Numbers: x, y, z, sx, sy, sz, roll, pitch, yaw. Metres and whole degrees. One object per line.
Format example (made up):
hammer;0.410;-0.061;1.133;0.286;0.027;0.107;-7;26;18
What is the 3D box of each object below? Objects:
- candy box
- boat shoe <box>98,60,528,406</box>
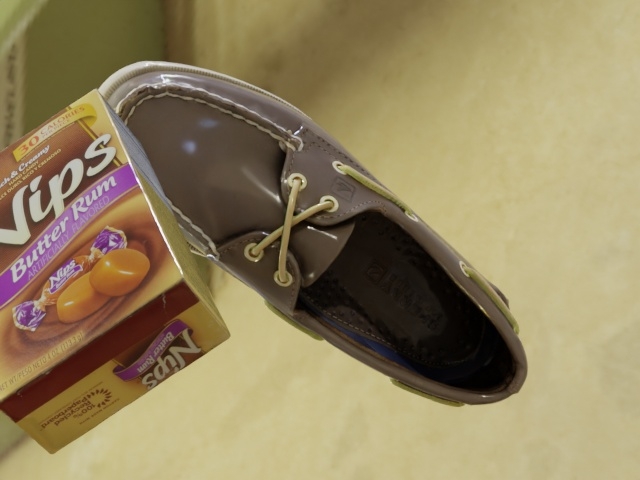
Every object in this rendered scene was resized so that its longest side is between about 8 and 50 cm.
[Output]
candy box;-0.129;0.009;0.678;0.109;0.053;0.187;-34;40;1
boat shoe;0.000;0.000;0.816;0.116;0.324;0.097;-53;21;2
